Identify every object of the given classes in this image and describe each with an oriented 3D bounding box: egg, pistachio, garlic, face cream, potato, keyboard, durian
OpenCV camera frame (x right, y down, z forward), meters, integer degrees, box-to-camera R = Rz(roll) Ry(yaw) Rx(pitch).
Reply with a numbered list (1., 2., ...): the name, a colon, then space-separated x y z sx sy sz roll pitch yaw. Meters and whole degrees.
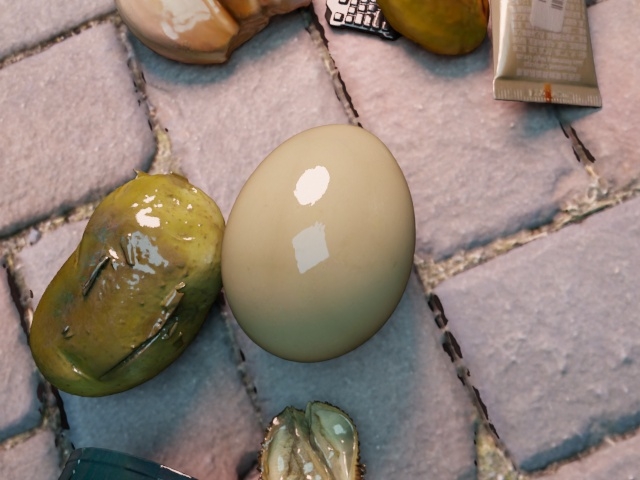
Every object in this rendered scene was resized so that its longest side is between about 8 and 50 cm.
1. egg: 0.000 0.000 0.700 0.186 0.186 0.241 11 70 9
2. pistachio: 0.111 -0.287 0.781 0.110 0.100 0.189 -31 115 16
3. garlic: -0.146 -0.323 0.827 0.217 0.110 0.228 -38 77 2
4. face cream: 0.236 -0.314 0.789 0.137 0.084 0.341 0 80 -19
5. potato: -0.195 0.050 0.734 0.248 0.143 0.169 -51 52 1
6. keyboard: 0.083 -0.366 0.850 0.106 0.016 0.262 15 81 10
7. durian: 0.003 0.233 0.709 0.110 0.071 0.140 -35 61 -7

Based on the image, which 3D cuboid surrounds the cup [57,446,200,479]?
1. cup: -0.160 0.376 0.586 0.242 0.308 0.292 7 50 23
